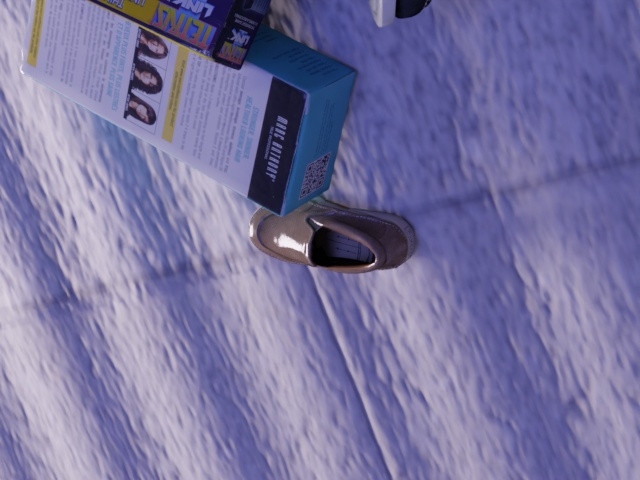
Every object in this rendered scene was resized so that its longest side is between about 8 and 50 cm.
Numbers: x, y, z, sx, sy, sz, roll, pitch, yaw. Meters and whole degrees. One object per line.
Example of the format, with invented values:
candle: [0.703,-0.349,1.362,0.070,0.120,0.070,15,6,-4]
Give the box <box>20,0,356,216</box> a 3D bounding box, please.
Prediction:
box: [-0.097,-0.119,1.374,0.244,0.060,0.100,29,125,23]

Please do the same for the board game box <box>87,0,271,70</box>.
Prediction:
board game box: [-0.100,-0.211,1.304,0.170,0.048,0.141,28,98,25]

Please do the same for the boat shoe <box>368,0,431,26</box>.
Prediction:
boat shoe: [0.070,-0.269,1.150,0.114,0.091,0.302,-110,19,-55]

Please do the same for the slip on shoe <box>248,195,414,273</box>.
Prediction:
slip on shoe: [0.000,0.000,1.370,0.135,0.041,0.051,11,117,33]
